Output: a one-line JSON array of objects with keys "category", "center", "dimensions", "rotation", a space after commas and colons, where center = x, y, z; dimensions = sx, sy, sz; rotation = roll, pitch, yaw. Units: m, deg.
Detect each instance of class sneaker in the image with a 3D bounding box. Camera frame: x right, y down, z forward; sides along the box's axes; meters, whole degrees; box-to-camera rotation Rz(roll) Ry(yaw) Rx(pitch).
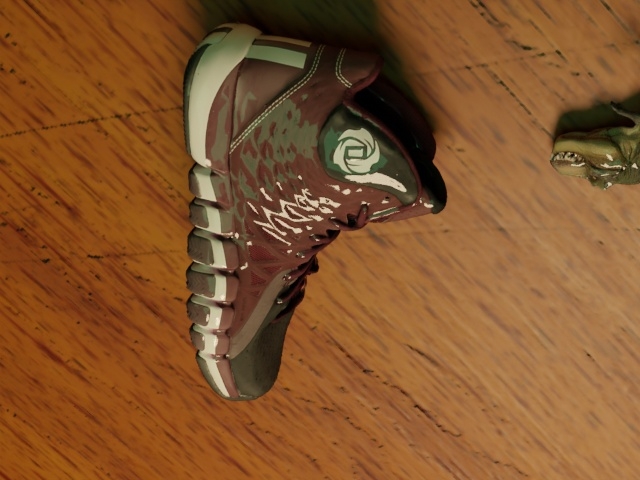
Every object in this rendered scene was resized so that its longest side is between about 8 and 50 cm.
[{"category": "sneaker", "center": [0.000, 0.000, 0.677], "dimensions": [0.162, 0.106, 0.281], "rotation": [6, 123, 10]}]

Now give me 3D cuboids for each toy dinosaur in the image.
[{"category": "toy dinosaur", "center": [0.223, -0.083, 0.537], "dimensions": [0.268, 0.064, 0.118], "rotation": [5, 119, 61]}]
